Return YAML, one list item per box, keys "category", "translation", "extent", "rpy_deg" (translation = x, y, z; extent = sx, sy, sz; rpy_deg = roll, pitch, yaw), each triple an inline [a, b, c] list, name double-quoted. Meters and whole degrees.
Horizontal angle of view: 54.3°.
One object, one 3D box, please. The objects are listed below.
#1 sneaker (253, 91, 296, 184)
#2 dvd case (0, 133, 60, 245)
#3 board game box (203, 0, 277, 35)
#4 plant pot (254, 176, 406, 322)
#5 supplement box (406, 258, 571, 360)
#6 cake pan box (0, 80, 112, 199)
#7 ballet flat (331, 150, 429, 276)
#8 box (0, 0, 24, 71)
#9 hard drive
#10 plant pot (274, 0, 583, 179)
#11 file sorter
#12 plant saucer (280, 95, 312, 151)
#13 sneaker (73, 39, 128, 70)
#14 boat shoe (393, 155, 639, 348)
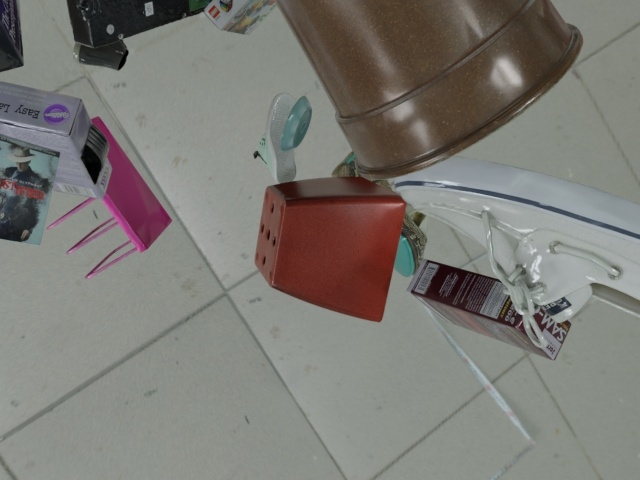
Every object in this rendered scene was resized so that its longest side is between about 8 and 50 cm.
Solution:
- category: "sneaker"
  translation: [-0.127, -0.290, 1.667]
  extent: [0.094, 0.151, 0.256]
  rpy_deg: [-14, 129, -25]
- category: "dvd case"
  translation: [-0.360, -0.058, 0.735]
  extent: [0.087, 0.013, 0.119]
  rpy_deg: [17, 82, -54]
- category: "board game box"
  translation: [-0.076, -0.523, 1.197]
  extent: [0.305, 0.193, 0.053]
  rpy_deg: [-40, 96, 18]
- category: "plant pot"
  translation: [0.000, 0.000, 1.326]
  extent: [0.236, 0.267, 0.267]
  rpy_deg: [6, 103, -20]
- category: "supplement box"
  translation: [0.275, 0.111, 1.043]
  extent: [0.130, 0.239, 0.073]
  rpy_deg: [37, 78, -36]
- category: "cake pan box"
  translation: [-0.460, -0.152, 0.933]
  extent: [0.267, 0.246, 0.070]
  rpy_deg: [11, 73, -4]
- category: "ballet flat"
  translation: [0.197, -0.081, 1.660]
  extent: [0.182, 0.164, 0.483]
  rpy_deg: [-51, 136, -10]
- category: "box"
  translation: [-0.468, -0.357, 0.790]
  extent: [0.103, 0.184, 0.261]
  rpy_deg: [-19, 56, -5]
- category: "hard drive"
  translation: [-0.340, -0.529, 1.189]
  extent: [0.064, 0.237, 0.339]
  rpy_deg: [23, 41, 24]
- category: "plant pot"
  translation: [0.048, -0.153, 0.390]
  extent: [0.167, 0.167, 0.165]
  rpy_deg: [-43, 112, -14]
- category: "file sorter"
  translation: [-0.508, -0.090, 1.378]
  extent: [0.182, 0.202, 0.290]
  rpy_deg: [-29, 106, 12]
- category: "plant saucer"
  translation: [-0.044, -0.229, 1.246]
  extent: [0.021, 0.119, 0.119]
  rpy_deg: [23, 80, 9]
- category: "sneaker"
  translation: [-0.536, -0.525, 1.589]
  extent: [0.118, 0.083, 0.222]
  rpy_deg: [15, 66, -11]
- category: "boat shoe"
  translation: [0.236, 0.030, 0.625]
  extent: [0.367, 0.136, 0.156]
  rpy_deg: [19, 88, 5]
